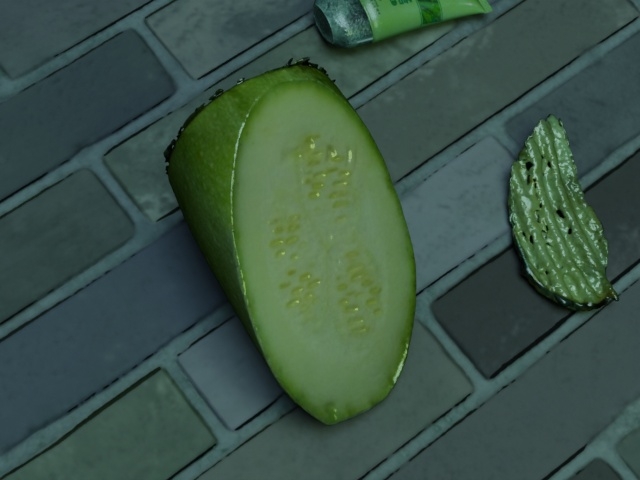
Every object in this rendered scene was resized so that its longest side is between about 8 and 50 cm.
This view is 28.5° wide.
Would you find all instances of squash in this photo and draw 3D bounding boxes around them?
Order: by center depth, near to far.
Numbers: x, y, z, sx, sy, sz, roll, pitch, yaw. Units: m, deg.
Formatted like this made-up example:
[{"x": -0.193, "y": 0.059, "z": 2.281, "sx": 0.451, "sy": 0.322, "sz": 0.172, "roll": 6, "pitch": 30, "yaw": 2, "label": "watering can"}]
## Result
[{"x": 0.000, "y": 0.000, "z": 1.078, "sx": 0.189, "sy": 0.189, "sz": 0.260, "roll": -26, "pitch": 68, "yaw": -17, "label": "squash"}]

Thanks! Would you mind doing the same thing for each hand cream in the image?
[{"x": 0.078, "y": -0.244, "z": 1.266, "sx": 0.175, "sy": 0.046, "sz": 0.095, "roll": -22, "pitch": 69, "yaw": -17, "label": "hand cream"}]

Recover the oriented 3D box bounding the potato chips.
[{"x": 0.221, "y": -0.028, "z": 1.202, "sx": 0.092, "sy": 0.028, "sz": 0.207, "roll": -9, "pitch": 70, "yaw": -12, "label": "potato chips"}]
